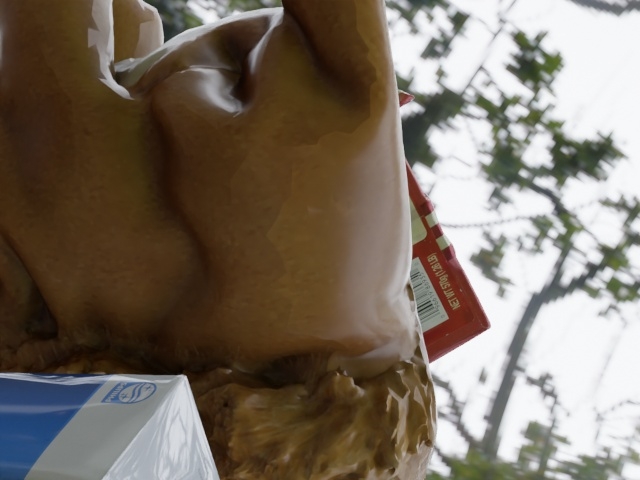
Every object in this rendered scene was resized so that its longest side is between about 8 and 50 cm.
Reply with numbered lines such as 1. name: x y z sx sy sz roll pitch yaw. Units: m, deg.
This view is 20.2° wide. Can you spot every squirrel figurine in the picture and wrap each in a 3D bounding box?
1. squirrel figurine: -0.136 0.029 0.986 0.370 0.281 0.397 -8 -97 -2

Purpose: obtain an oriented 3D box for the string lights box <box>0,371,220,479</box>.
1. string lights box: -0.164 0.126 0.748 0.259 0.077 0.133 -2 -61 27

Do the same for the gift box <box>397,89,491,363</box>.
1. gift box: 0.000 0.000 1.587 0.276 0.255 0.258 -26 -157 -5
